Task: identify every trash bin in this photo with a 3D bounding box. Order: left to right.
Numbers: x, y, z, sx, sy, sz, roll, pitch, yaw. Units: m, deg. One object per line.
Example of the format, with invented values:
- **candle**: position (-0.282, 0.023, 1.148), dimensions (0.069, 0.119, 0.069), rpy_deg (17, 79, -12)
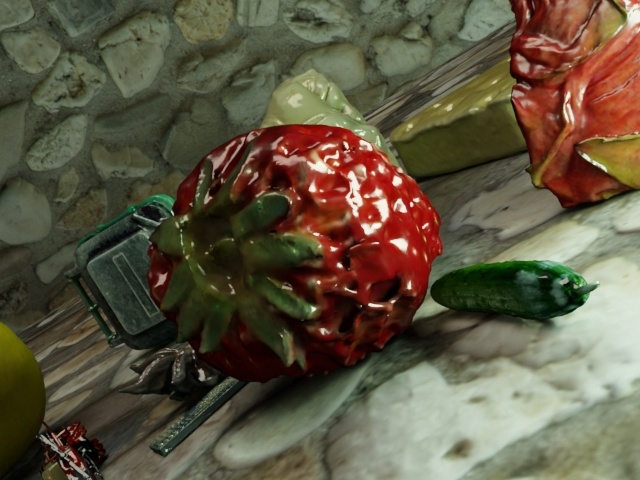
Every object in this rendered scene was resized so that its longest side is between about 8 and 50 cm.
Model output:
- **trash bin**: position (-0.286, 0.032, 1.536), dimensions (0.295, 0.259, 0.381), rpy_deg (-27, 7, 26)

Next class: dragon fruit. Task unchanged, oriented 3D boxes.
- **dragon fruit**: position (0.319, -0.211, 0.877), dimensions (0.302, 0.330, 0.240), rpy_deg (-36, -10, -3)

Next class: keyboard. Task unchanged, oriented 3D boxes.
- **keyboard**: position (-0.146, 0.213, 0.980), dimensions (0.176, 0.014, 0.055), rpy_deg (-39, 10, -27)

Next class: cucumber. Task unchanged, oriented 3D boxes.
- **cucumber**: position (0.180, 0.045, 0.707), dimensions (0.056, 0.056, 0.250), rpy_deg (-37, 11, -19)

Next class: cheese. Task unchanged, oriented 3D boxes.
- **cheese**: position (0.289, -0.226, 1.363), dimensions (0.384, 0.104, 0.384), rpy_deg (-31, 13, 8)

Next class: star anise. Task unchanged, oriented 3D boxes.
- **star anise**: position (-0.193, 0.182, 1.072), dimensions (0.180, 0.061, 0.204), rpy_deg (-14, 9, -10)

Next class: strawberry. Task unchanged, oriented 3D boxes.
- **strawberry**: position (0.000, 0.000, 0.874), dimensions (0.345, 0.295, 0.317), rpy_deg (-20, -32, -53)

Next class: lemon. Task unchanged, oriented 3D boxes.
- **lemon**: position (-0.635, 0.280, 1.252), dimensions (0.348, 0.348, 0.348), rpy_deg (-32, 12, 8)

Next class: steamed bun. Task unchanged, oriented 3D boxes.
- **steamed bun**: position (-0.001, -0.150, 1.376), dimensions (0.203, 0.289, 0.276), rpy_deg (-38, 15, -4)

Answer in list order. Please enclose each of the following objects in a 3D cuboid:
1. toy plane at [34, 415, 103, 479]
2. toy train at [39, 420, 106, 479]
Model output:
- **toy plane**: position (-0.327, 0.282, 0.974), dimensions (0.037, 0.060, 0.145), rpy_deg (-40, 51, -17)
- **toy train**: position (-0.357, 0.307, 1.068), dimensions (0.087, 0.050, 0.138), rpy_deg (-42, 14, -21)
